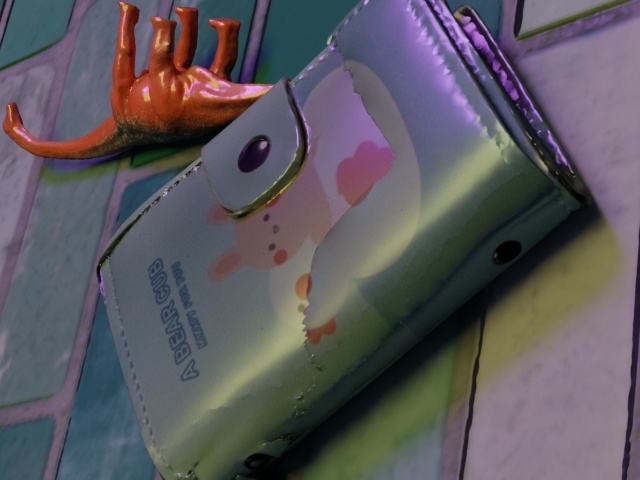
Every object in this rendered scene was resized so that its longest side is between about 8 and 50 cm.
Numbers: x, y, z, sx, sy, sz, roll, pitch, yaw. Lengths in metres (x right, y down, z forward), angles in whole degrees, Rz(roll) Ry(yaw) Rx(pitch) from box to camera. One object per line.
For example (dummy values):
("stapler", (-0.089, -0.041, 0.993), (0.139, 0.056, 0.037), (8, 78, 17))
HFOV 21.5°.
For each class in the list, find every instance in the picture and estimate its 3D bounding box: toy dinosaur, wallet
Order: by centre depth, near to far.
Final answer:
("wallet", (0.000, 0.000, 0.839), (0.250, 0.075, 0.176), (-42, 46, 19))
("toy dinosaur", (-0.106, -0.096, 1.032), (0.279, 0.055, 0.101), (7, 92, 47))
